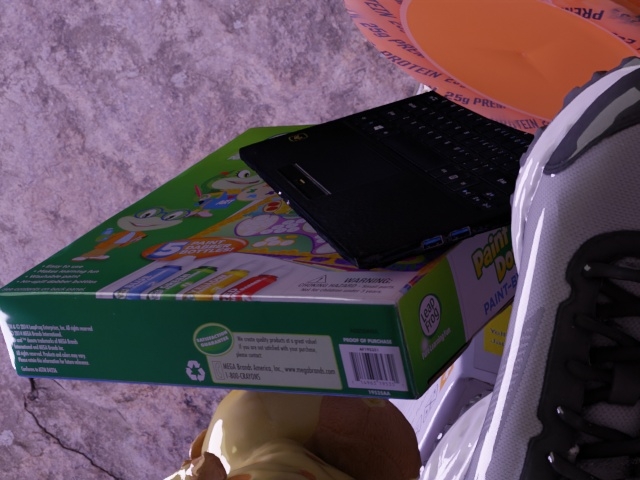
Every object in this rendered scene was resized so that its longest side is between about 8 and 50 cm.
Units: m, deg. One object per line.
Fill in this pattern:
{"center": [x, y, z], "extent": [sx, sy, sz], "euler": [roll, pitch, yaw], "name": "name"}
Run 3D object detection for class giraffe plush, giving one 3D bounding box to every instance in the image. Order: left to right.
{"center": [-0.008, 0.139, 0.816], "extent": [0.170, 0.210, 0.181], "euler": [-85, 12, -62], "name": "giraffe plush"}

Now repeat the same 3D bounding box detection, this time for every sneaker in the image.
{"center": [0.108, 0.058, 0.596], "extent": [0.108, 0.100, 0.271], "euler": [-92, 15, -59], "name": "sneaker"}

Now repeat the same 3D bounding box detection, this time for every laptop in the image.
{"center": [0.093, -0.112, 0.813], "extent": [0.234, 0.264, 0.136], "euler": [-136, 30, -69], "name": "laptop"}

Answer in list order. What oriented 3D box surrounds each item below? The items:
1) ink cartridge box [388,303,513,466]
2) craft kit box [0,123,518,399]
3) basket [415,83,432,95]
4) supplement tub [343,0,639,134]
{"center": [0.064, 0.145, 1.045], "extent": [0.307, 0.072, 0.303], "euler": [-70, 0, -65], "name": "ink cartridge box"}
{"center": [0.000, 0.000, 0.853], "extent": [0.247, 0.250, 0.061], "euler": [-35, -62, -51], "name": "craft kit box"}
{"center": [0.123, -0.080, 1.038], "extent": [0.167, 0.113, 0.103], "euler": [-73, 8, -60], "name": "basket"}
{"center": [0.136, -0.208, 0.645], "extent": [0.193, 0.194, 0.316], "euler": [120, 174, -75], "name": "supplement tub"}
